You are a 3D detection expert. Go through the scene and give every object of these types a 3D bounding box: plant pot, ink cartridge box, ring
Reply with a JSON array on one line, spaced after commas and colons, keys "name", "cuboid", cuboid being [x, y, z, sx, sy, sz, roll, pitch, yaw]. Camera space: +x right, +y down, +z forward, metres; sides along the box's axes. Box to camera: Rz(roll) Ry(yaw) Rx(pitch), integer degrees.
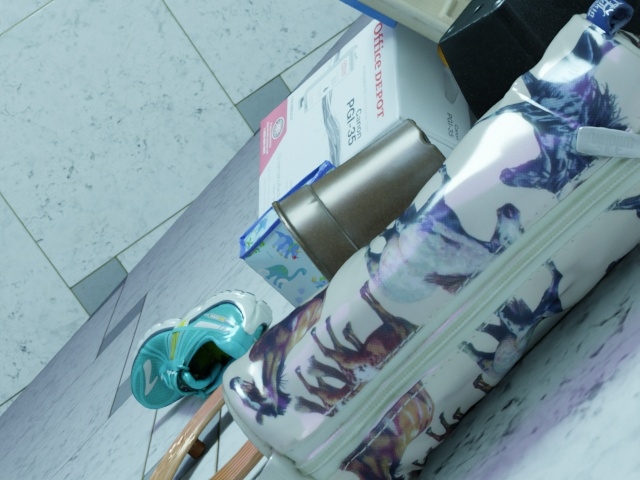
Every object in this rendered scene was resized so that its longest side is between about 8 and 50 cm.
[{"name": "plant pot", "cuboid": [0.224, -0.183, 1.217, 0.188, 0.167, 0.187, -52, 11, -18]}, {"name": "plant pot", "cuboid": [0.065, -0.025, 1.324, 0.165, 0.167, 0.167, -39, 12, 4]}, {"name": "ink cartridge box", "cuboid": [0.049, -0.132, 1.666, 0.283, 0.117, 0.207, -39, 38, 39]}, {"name": "ring", "cuboid": [-0.088, 0.203, 1.415, 0.336, 0.032, 0.336, -46, 10, 11]}]

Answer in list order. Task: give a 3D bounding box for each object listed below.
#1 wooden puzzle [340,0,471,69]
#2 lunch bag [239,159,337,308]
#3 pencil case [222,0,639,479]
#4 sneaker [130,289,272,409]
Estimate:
[{"name": "wooden puzzle", "cuboid": [0.146, -0.309, 1.608, 0.080, 0.322, 0.348, -62, -1, 36]}, {"name": "lunch bag", "cuboid": [0.000, 0.000, 1.529, 0.151, 0.129, 0.096, -44, 16, 8]}, {"name": "pencil case", "cuboid": [0.112, 0.022, 0.941, 0.410, 0.160, 0.183, -46, -4, 8]}, {"name": "sneaker", "cuboid": [-0.174, 0.159, 1.734, 0.275, 0.107, 0.110, -38, 24, 42]}]
